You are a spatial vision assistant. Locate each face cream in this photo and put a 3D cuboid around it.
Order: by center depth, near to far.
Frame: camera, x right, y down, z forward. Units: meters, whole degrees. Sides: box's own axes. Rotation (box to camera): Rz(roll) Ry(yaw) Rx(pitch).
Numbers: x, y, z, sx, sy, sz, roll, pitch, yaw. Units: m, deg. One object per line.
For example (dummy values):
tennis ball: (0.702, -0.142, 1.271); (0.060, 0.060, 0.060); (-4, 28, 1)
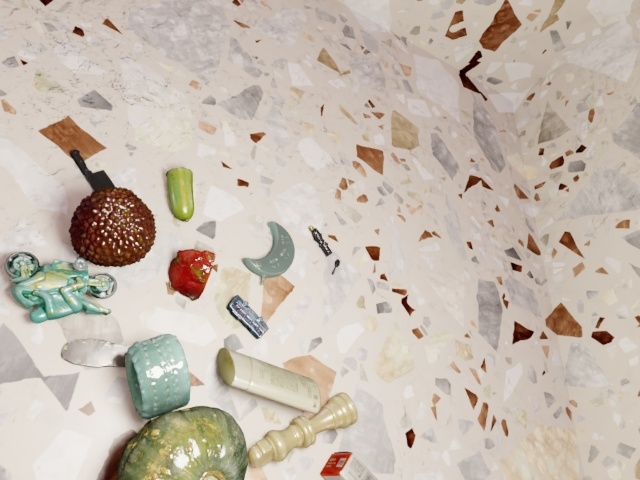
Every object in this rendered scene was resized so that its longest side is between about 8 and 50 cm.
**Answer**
face cream: (-0.169, 0.457, 1.564); (0.349, 0.173, 0.081); (25, 99, -21)

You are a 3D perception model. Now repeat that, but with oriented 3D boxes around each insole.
insole: (-0.621, 0.336, 1.408); (0.248, 0.011, 0.081); (17, 62, -27)

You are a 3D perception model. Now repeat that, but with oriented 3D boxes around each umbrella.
umbrella: (0.000, 0.000, 1.964); (0.040, 0.037, 0.144); (-35, 91, -41)

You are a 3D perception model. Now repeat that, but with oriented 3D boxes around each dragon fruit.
dragon fruit: (-0.421, 0.103, 1.568); (0.121, 0.161, 0.127); (21, 47, -26)

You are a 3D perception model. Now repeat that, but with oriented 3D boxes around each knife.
knife: (-0.738, -0.202, 1.593); (0.072, 0.019, 0.245); (-34, 91, -43)

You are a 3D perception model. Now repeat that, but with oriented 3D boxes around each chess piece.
chess piece: (-0.062, 0.627, 1.576); (0.397, 0.117, 0.117); (-14, 76, -35)

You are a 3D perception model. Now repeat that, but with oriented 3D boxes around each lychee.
lychee: (-0.620, -0.050, 1.436); (0.271, 0.271, 0.271); (15, 61, -27)

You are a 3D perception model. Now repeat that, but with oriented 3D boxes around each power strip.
power strip: (-0.184, 0.056, 1.806); (0.167, 0.054, 0.253); (37, 52, -12)

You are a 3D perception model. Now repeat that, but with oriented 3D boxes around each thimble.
thimble: (-0.464, 0.380, 1.363); (0.143, 0.198, 0.235); (-10, 107, -34)

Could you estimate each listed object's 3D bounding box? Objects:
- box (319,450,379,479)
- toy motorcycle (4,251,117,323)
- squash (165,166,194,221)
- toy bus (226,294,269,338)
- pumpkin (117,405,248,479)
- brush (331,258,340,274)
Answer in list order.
box: (0.112, 0.796, 1.591); (0.182, 0.133, 0.099); (46, 52, -3)
toy motorcycle: (-0.741, 0.142, 1.364); (0.296, 0.109, 0.198); (14, 63, -26)
squash: (-0.489, -0.154, 1.684); (0.095, 0.095, 0.188); (2, 67, -33)
toy bus: (-0.253, 0.266, 1.663); (0.166, 0.047, 0.065); (47, 55, -6)
pumpkin: (-0.367, 0.595, 1.281); (0.328, 0.257, 0.291); (18, 81, -44)
brush: (0.062, 0.109, 1.971); (0.024, 0.008, 0.083); (39, 52, -16)
